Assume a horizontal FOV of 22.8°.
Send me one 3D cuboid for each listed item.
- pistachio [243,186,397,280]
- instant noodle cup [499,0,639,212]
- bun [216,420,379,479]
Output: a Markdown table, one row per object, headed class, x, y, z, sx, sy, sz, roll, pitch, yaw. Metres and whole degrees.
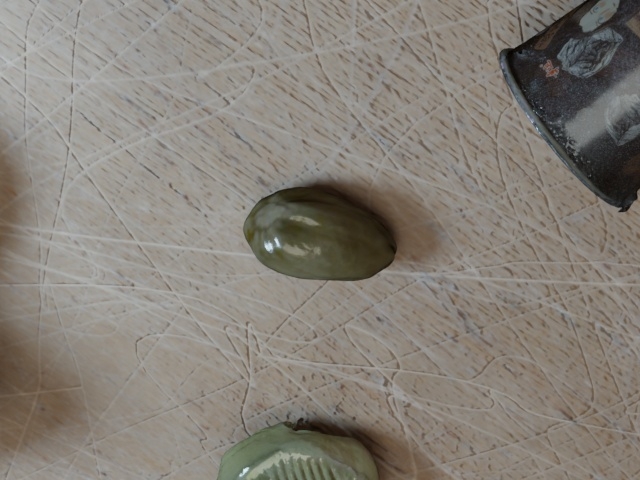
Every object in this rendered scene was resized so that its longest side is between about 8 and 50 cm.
| class | x | y | z | sx | sy | sz | roll | pitch | yaw |
| --- | --- | --- | --- | --- | --- | --- | --- | --- | --- |
| pistachio | 0.000 | 0.000 | 1.877 | 0.185 | 0.108 | 0.126 | 11 | 145 | -4 |
| instant noodle cup | 0.331 | -0.176 | 1.652 | 0.207 | 0.217 | 0.217 | -39 | 107 | 20 |
| bun | -0.036 | 0.330 | 2.070 | 0.237 | 0.116 | 0.210 | -35 | 114 | 9 |
